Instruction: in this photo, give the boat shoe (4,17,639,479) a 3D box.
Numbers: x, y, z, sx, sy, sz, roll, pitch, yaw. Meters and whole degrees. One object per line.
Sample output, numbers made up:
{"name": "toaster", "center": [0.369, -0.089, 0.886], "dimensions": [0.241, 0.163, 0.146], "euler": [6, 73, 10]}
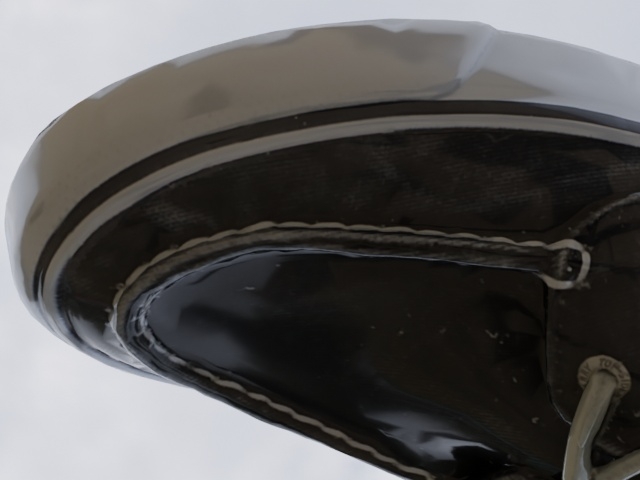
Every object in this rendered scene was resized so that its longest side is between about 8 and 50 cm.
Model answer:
{"name": "boat shoe", "center": [0.077, 0.032, 0.424], "dimensions": [0.102, 0.301, 0.108], "euler": [-99, -153, -44]}
